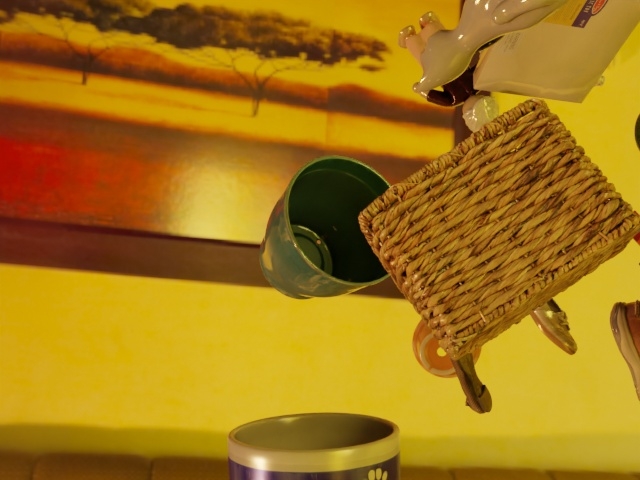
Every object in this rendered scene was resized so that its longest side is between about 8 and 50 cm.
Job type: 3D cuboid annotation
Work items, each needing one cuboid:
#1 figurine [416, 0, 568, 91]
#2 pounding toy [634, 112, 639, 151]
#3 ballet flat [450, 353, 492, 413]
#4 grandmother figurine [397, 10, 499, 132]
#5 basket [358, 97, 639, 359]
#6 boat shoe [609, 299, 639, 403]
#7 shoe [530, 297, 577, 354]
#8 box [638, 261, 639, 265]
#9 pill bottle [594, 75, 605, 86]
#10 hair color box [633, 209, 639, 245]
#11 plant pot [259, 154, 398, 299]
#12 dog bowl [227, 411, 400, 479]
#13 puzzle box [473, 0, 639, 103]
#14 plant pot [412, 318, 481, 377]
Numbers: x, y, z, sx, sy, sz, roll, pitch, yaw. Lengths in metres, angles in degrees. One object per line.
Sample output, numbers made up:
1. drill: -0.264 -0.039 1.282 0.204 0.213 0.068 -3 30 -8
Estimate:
1. figurine: 0.214 -0.273 0.944 0.215 0.092 0.209 -44 2 -43
2. pounding toy: 0.821 -0.276 1.783 0.183 0.236 0.110 34 12 16
3. ballet flat: 0.337 0.306 1.876 0.058 0.249 0.084 -13 22 37
4. grandmother figurine: 0.330 -0.404 1.933 0.208 0.342 0.104 -36 -24 19
5. basket: 0.238 -0.008 1.080 0.299 0.223 0.213 -35 -18 2
6. boat shoe: 0.686 0.261 1.580 0.116 0.324 0.123 -20 16 28
7. shoe: 0.490 0.150 1.720 0.058 0.219 0.077 -43 -20 22
8. box: 0.655 0.108 1.398 0.056 0.183 0.231 -38 -23 24
9. pill bottle: 0.749 -0.452 2.205 0.083 0.043 0.043 10 -11 -20
10. hair color box: 0.795 0.012 1.888 0.167 0.053 0.093 40 17 -27
11. plant pot: 0.000 0.000 1.636 0.272 0.271 0.255 7 -23 -25
12. dog bowl: -0.009 0.342 1.217 0.265 0.104 0.265 -2 -1 0
13. puzzle box: 0.522 -0.455 1.710 0.272 0.052 0.409 7 -29 -6
14. plant pot: 0.361 0.307 2.291 0.205 0.205 0.188 1 3 13
